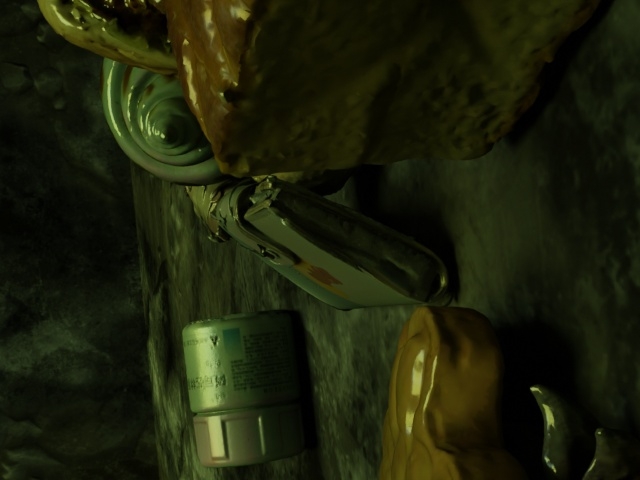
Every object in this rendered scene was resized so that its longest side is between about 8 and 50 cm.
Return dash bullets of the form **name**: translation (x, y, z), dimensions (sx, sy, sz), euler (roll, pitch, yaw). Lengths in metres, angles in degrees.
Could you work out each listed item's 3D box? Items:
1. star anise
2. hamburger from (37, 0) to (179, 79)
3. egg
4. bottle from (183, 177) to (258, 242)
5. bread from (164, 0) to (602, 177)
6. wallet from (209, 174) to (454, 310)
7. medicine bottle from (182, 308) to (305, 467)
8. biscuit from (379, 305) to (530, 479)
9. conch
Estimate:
- **star anise**: translation (0.141, 0.166, 0.470), dimensions (0.204, 0.061, 0.180), euler (-170, 82, -73)
- **hamburger**: translation (-0.117, -0.232, 0.830), dimensions (0.283, 0.259, 0.144), euler (-86, 19, -67)
- **egg**: translation (-0.017, -0.093, 0.828), dimensions (0.118, 0.116, 0.140), euler (65, 163, -13)
- **bottle**: translation (-0.123, -0.058, 1.218), dimensions (0.152, 0.099, 0.099), euler (-119, 29, -45)
- **bread**: translation (0.020, -0.218, 0.511), dimensions (0.279, 0.207, 0.279), euler (115, 147, -56)
- **wallet**: translation (0.000, 0.000, 0.763), dimensions (0.069, 0.170, 0.231), euler (-61, 12, -11)
- **medicine bottle**: translation (-0.087, 0.171, 1.102), dimensions (0.135, 0.135, 0.168), euler (151, 111, -71)
- **biscuit**: translation (0.071, 0.203, 0.571), dimensions (0.351, 0.057, 0.312), euler (94, 174, -52)
- **conch**: translation (-0.147, -0.187, 1.098), dimensions (0.368, 0.197, 0.249), euler (48, 120, 54)
